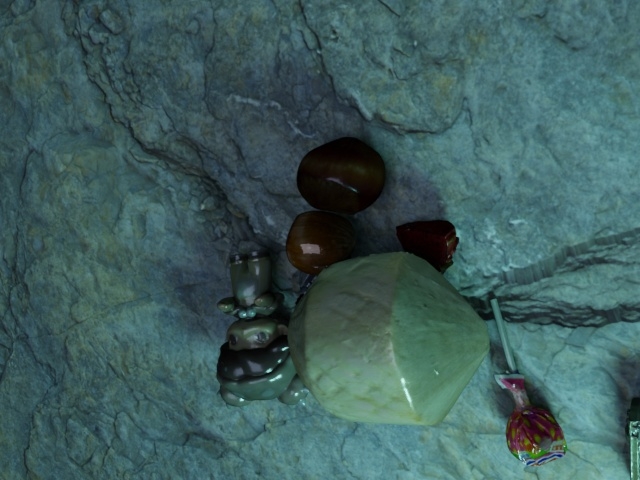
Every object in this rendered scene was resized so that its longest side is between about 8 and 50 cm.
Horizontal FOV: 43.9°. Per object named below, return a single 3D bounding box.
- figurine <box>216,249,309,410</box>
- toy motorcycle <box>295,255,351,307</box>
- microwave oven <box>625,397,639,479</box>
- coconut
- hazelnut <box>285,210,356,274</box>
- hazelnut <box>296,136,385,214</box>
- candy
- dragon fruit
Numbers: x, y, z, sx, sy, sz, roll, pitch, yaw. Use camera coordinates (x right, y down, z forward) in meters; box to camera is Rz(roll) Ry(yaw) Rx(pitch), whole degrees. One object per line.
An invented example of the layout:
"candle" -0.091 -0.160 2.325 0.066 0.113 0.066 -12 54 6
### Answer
"figurine" -0.149 0.215 1.892 0.248 0.203 0.380 -8 88 20
"toy motorcycle" 0.008 0.083 1.831 0.123 0.080 0.215 9 93 31
"microwave oven" 0.693 0.434 1.576 0.163 0.129 0.204 -1 104 27
"coconut" 0.154 0.207 1.650 0.415 0.415 0.344 -7 76 27
"hazelnut" 0.000 0.000 1.720 0.150 0.150 0.150 7 106 24
"hazelnut" 0.037 -0.143 1.718 0.204 0.178 0.178 -3 104 56
"candy" 0.422 0.300 1.699 0.124 0.124 0.365 -16 88 28
"dragon fruit" 0.246 0.011 1.706 0.162 0.083 0.106 7 119 50
